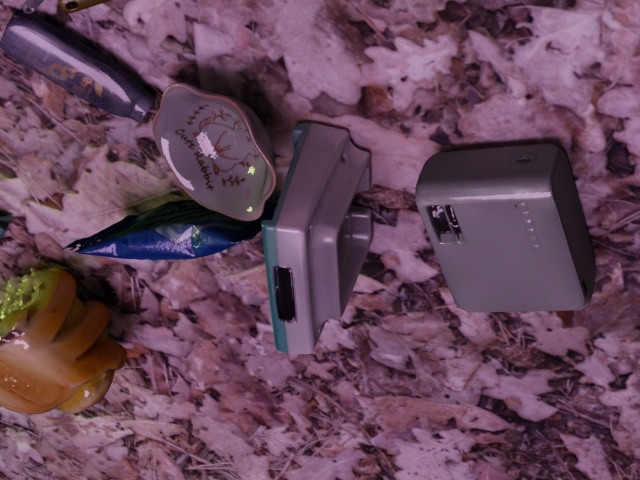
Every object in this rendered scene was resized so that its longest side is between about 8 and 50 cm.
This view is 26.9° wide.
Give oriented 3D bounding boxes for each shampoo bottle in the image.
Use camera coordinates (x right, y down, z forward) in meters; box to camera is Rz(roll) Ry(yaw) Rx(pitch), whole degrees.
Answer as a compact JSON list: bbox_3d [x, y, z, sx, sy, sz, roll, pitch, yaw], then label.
[{"bbox_3d":[-0.352,-0.250,1.953,0.233,0.049,0.087,31,139,-9],"label":"shampoo bottle"}]

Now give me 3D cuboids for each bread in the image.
[{"bbox_3d":[-0.479,0.177,2.336,0.270,0.211,0.315,36,144,-26],"label":"bread"}]

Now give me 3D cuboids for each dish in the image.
[{"bbox_3d":[-0.134,-0.142,1.930,0.229,0.081,0.229,26,138,26],"label":"dish"}]

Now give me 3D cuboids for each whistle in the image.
[{"bbox_3d":[-0.582,0.007,2.320,0.039,0.039,0.186,35,136,-13],"label":"whistle"}]

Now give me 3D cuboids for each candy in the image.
[{"bbox_3d":[-0.211,-0.015,2.048,0.331,0.187,0.077,-5,104,26],"label":"candy"}]

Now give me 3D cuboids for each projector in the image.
[{"bbox_3d":[0.265,-0.014,1.890,0.198,0.108,0.250,-4,133,26],"label":"projector"}]

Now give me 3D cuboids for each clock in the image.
[{"bbox_3d":[0.000,0.000,1.926,0.116,0.231,0.262,6,135,12],"label":"clock"}]

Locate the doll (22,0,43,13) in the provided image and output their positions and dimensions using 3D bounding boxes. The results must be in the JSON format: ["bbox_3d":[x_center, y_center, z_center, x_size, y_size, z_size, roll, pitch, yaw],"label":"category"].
[{"bbox_3d":[-0.359,-0.385,1.791,0.075,0.102,0.227,62,141,24],"label":"doll"}]

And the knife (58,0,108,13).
[{"bbox_3d":[-0.204,-0.360,1.762,0.343,0.027,0.061,-12,140,20],"label":"knife"}]
